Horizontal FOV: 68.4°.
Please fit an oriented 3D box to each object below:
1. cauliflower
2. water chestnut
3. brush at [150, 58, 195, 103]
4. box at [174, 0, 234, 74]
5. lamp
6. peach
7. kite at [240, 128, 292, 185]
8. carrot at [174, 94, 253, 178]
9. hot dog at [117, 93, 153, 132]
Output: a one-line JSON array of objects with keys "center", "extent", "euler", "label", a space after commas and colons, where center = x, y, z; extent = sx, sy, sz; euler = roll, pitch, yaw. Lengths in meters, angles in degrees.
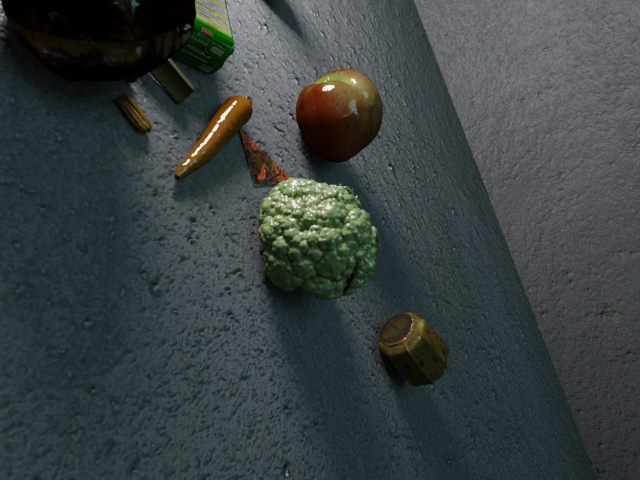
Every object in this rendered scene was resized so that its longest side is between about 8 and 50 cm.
[{"center": [0.000, 0.000, 1.073], "extent": [0.250, 0.272, 0.275], "euler": [52, 40, -77], "label": "cauliflower"}, {"center": [-0.359, -0.375, 0.787], "extent": [0.300, 0.300, 0.300], "euler": [29, 50, -42], "label": "water chestnut"}, {"center": [-0.363, -0.402, 0.937], "extent": [0.282, 0.054, 0.048], "euler": [50, 19, -25], "label": "brush"}, {"center": [-0.293, -0.521, 1.053], "extent": [0.180, 0.103, 0.250], "euler": [9, 63, -51], "label": "box"}, {"center": [0.257, 0.300, 1.297], "extent": [0.185, 0.161, 0.161], "euler": [48, 39, -24], "label": "lamp"}, {"center": [0.053, -0.341, 1.309], "extent": [0.252, 0.252, 0.252], "euler": [29, 50, -42], "label": "peach"}, {"center": [-0.143, -0.175, 1.144], "extent": [0.222, 0.008, 0.125], "euler": [44, 41, -31], "label": "kite"}, {"center": [-0.222, -0.233, 1.023], "extent": [0.069, 0.069, 0.336], "euler": [49, 42, -25], "label": "carrot"}, {"center": [-0.351, -0.238, 0.889], "extent": [0.083, 0.021, 0.037], "euler": [57, 26, -14], "label": "hot dog"}]
